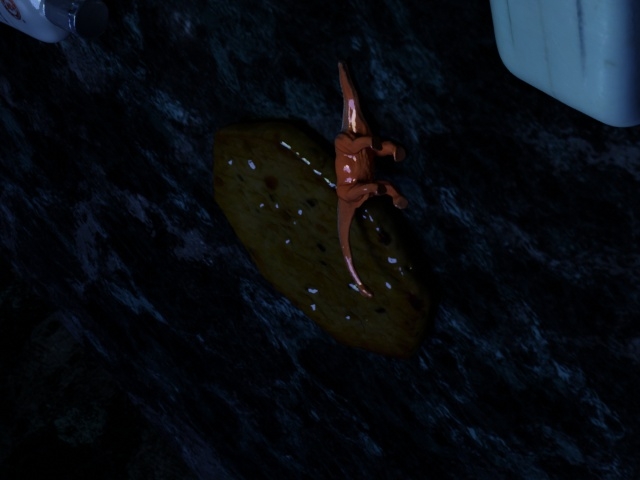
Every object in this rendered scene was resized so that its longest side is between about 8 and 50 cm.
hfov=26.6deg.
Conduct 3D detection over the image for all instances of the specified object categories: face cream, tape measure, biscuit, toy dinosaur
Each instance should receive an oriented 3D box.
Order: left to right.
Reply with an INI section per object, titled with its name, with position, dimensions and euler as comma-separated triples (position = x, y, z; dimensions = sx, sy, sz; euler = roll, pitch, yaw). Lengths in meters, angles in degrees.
[face cream]
position = -0.377, -0.321, 1.742
dimensions = 0.291, 0.071, 0.144
euler = 28, 150, 38
[biscuit]
position = 0.001, 0.000, 1.617
dimensions = 0.359, 0.046, 0.359
euler = 39, 155, 22
[toy dinosaur]
position = 0.046, -0.058, 1.407
dimensions = 0.101, 0.055, 0.279
euler = 21, 123, 50
[tape measure]
position = 0.187, -0.195, 0.745
dimensions = 0.125, 0.246, 0.243
euler = 36, 164, 28
